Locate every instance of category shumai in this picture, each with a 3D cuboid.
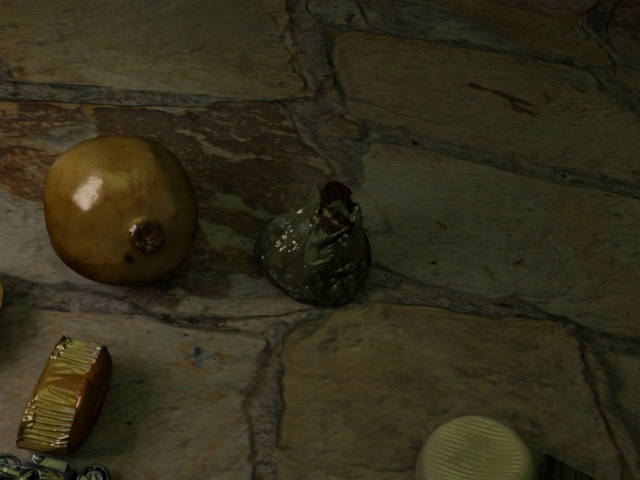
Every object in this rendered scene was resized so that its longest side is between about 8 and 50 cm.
[{"bbox_3d":[-0.001,0.001,1.348,0.255,0.218,0.189,10,44,-11],"label":"shumai"}]

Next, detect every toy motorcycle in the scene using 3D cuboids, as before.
[{"bbox_3d":[-0.434,0.402,1.014,0.193,0.061,0.124,11,55,-12],"label":"toy motorcycle"}]

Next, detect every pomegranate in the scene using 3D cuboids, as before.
[{"bbox_3d":[-0.379,-0.055,1.223,0.307,0.307,0.308,9,53,-12],"label":"pomegranate"}]

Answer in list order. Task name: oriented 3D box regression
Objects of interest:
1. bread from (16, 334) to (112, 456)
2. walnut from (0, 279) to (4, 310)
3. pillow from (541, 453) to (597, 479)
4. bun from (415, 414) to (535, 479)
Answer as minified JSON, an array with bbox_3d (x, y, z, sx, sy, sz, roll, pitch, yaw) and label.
[{"bbox_3d":[-0.415,0.257,1.079,0.114,0.132,0.191,15,55,-9],"label":"bread"},{"bbox_3d":[-0.634,0.141,1.120,0.167,0.087,0.211,23,50,8],"label":"walnut"},{"bbox_3d":[0.495,0.539,1.215,0.212,0.052,0.208,26,54,4],"label":"pillow"},{"bbox_3d":[0.279,0.431,1.188,0.222,0.128,0.222,-4,39,3],"label":"bun"}]
